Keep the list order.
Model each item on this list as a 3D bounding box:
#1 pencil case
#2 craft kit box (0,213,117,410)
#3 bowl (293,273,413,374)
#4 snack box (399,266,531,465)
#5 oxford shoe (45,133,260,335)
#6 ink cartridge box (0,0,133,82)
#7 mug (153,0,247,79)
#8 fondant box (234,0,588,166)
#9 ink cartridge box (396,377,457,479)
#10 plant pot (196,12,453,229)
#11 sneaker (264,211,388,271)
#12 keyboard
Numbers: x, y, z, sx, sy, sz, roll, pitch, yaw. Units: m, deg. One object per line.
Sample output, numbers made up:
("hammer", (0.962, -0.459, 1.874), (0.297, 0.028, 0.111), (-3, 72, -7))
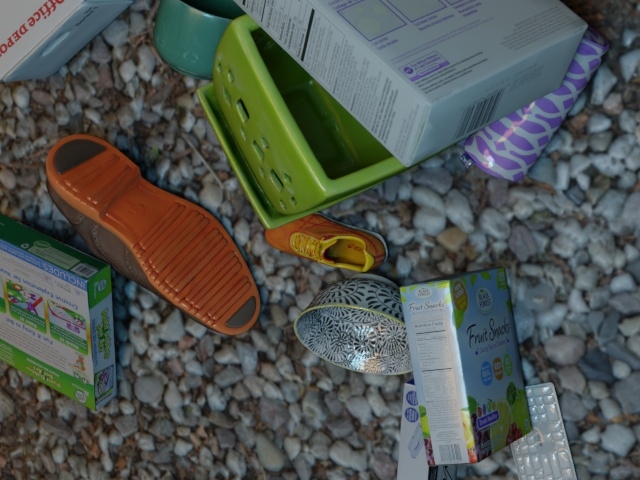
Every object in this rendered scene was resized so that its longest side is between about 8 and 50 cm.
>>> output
("pencil case", (0.243, -0.164, 1.391), (0.206, 0.086, 0.088), (-57, 43, 24))
("craft kit box", (-0.411, 0.099, 1.778), (0.250, 0.061, 0.247), (24, 128, 23))
("bowl", (0.058, 0.094, 1.527), (0.170, 0.080, 0.170), (12, 148, 8))
("snack box", (0.172, 0.142, 1.423), (0.070, 0.174, 0.207), (-11, 89, 30))
("oxford shoe", (-0.231, 0.006, 1.688), (0.363, 0.130, 0.133), (43, 150, 8))
("ink cartridge box", (-0.417, -0.388, 1.695), (0.201, 0.117, 0.278), (-34, 82, 30))
("mug", (-0.147, -0.257, 1.549), (0.129, 0.158, 0.097), (14, 118, -13))
("fondant box", (0.080, -0.253, 1.296), (0.330, 0.238, 0.096), (47, 146, 23))
("ink cartridge box", (0.135, 0.267, 1.522), (0.046, 0.097, 0.207), (10, 104, 28))
("plant pot", (-0.003, -0.150, 1.434), (0.228, 0.227, 0.207), (63, 149, 4))
("sneaker", (0.000, 0.000, 1.565), (0.175, 0.067, 0.064), (9, 105, 29))
("keyboard", (0.281, 0.302, 1.495), (0.072, 0.014, 0.256), (-13, 93, 31))
